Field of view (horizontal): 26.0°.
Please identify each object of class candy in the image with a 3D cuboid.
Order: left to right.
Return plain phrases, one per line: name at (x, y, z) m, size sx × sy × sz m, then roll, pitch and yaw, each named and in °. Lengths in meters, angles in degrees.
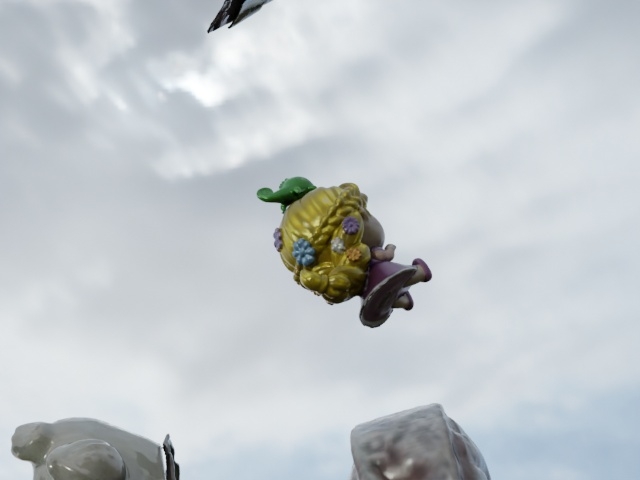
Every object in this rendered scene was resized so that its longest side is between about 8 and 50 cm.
candy at (0.096, 0.278, 1.344) m, size 0.157 × 0.214 × 0.289 m, roll -14°, pitch -28°, yaw 3°

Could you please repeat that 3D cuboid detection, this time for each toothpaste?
toothpaste at (-0.027, -0.194, 1.010) m, size 0.045 × 0.028 × 0.170 m, roll -46°, pitch -2°, yaw 41°

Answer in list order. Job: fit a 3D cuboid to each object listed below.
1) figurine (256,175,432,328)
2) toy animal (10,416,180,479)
figurine at (0.000, 0.000, 1.127) m, size 0.115 × 0.156 × 0.095 m, roll 2°, pitch -49°, yaw -48°
toy animal at (-0.175, 0.286, 1.147) m, size 0.154 × 0.208 × 0.325 m, roll -8°, pitch -70°, yaw -3°
